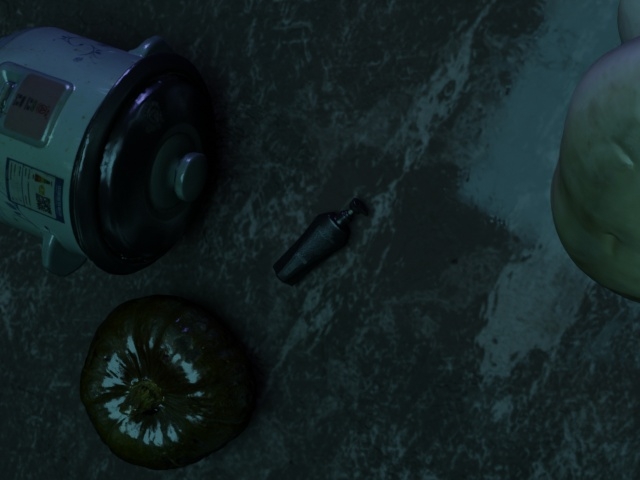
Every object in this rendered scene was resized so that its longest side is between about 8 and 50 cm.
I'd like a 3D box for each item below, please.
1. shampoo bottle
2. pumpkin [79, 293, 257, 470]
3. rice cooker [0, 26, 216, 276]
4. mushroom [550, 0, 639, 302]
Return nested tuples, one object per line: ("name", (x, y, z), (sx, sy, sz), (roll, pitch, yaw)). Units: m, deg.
("shampoo bottle", (0.000, 0.000, 2.064), (0.048, 0.027, 0.137), (46, 113, -1))
("pumpkin", (-0.196, 0.174, 2.106), (0.219, 0.162, 0.219), (5, 102, 23))
("rice cooker", (-0.265, -0.107, 2.046), (0.316, 0.264, 0.317), (-8, 65, 17))
("mushroom", (0.368, -0.090, 1.728), (0.353, 0.353, 0.325), (42, 96, 15))
